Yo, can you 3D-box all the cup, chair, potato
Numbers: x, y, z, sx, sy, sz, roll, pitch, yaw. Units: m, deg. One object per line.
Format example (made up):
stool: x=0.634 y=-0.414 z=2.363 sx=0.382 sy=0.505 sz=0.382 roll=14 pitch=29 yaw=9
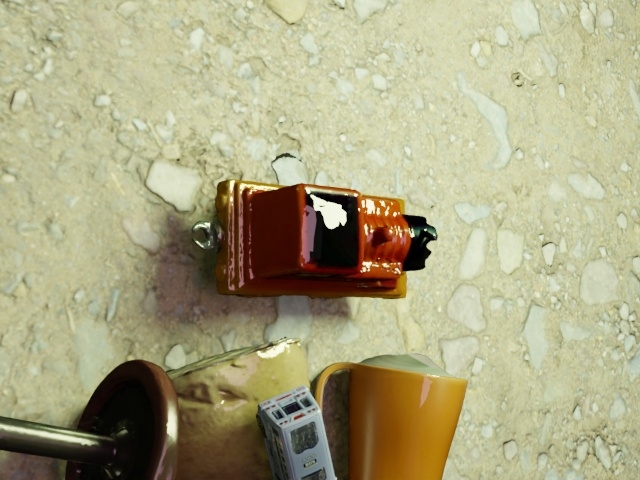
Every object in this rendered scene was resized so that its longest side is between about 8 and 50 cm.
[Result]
cup: x=0.096 y=0.296 z=1.336 sx=0.226 sy=0.182 sz=0.264 roll=9 pitch=82 yaw=-3
chair: x=-0.313 y=0.209 z=0.935 sx=0.401 sy=0.226 sz=0.227 roll=23 pitch=69 yaw=-36
potato: x=-0.117 y=0.271 z=1.132 sx=0.189 sy=0.211 sz=0.264 roll=-26 pitch=100 yaw=-46

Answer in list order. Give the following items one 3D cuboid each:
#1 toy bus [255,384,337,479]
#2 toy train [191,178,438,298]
toy bus: x=-0.024 y=0.264 z=1.075 sx=0.073 sy=0.076 sz=0.167 roll=-21 pitch=118 yaw=-19
toy train: x=0.000 y=0.000 z=1.251 sx=0.369 sy=0.231 sz=0.163 roll=4 pitch=83 yaw=-36
